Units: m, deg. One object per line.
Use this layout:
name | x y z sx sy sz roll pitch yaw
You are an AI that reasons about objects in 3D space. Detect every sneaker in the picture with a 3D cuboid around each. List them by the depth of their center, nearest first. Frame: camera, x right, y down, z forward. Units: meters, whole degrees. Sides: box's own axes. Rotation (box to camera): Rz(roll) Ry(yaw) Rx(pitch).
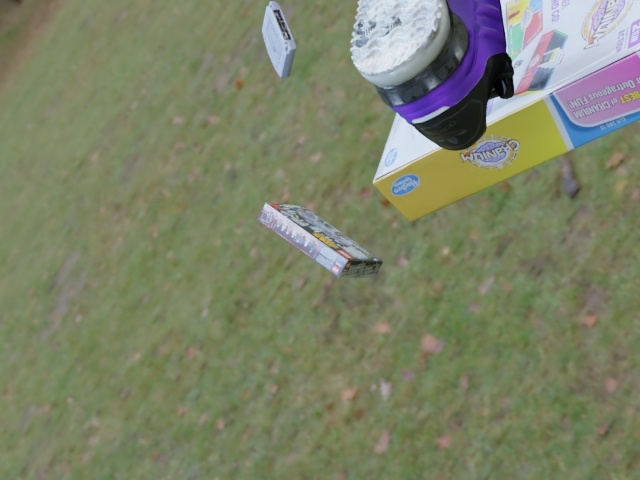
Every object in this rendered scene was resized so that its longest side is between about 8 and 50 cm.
sneaker | 0.110 -0.185 1.056 0.102 0.146 0.293 -22 35 33

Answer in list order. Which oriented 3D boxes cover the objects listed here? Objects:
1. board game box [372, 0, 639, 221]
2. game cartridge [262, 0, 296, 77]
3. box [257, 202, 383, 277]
board game box | 0.211 -0.170 1.198 0.316 0.064 0.242 -25 32 38
game cartridge | -0.050 -0.237 1.470 0.056 0.017 0.083 112 145 -49
box | 0.000 0.000 1.519 0.094 0.137 0.027 2 -60 -60
